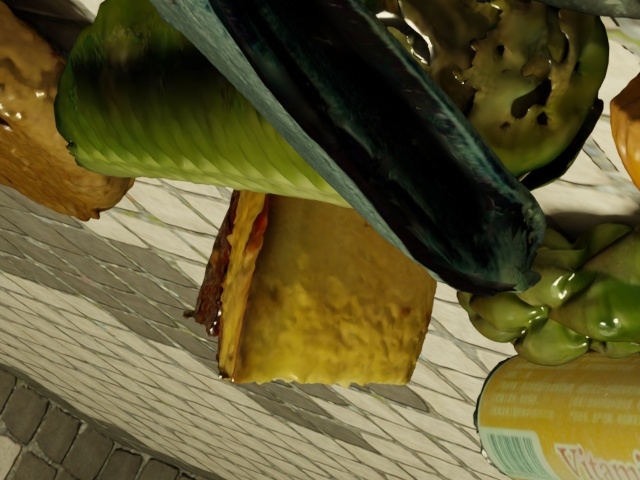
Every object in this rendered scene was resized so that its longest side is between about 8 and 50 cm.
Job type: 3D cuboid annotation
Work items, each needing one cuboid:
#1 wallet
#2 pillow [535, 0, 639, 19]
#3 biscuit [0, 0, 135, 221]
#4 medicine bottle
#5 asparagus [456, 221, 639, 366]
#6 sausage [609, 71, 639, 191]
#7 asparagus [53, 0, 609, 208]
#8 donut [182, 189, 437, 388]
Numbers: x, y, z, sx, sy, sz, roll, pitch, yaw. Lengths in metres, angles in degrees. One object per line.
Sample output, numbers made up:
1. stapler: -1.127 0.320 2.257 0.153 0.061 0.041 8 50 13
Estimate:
1. wallet: -0.078 -0.130 0.619 0.190 0.046 0.379 43 -176 -45
2. pillow: -0.009 -0.167 0.507 0.186 0.106 0.250 40 177 39
3. biscuit: -0.232 -0.117 1.193 0.296 0.075 0.296 31 168 8
4. medicine bottle: 0.217 0.107 1.106 0.108 0.108 0.426 32 167 -17
5. asparagus: 0.141 0.029 1.017 0.080 0.080 0.287 33 166 -20
6. sausage: 0.217 0.003 0.741 0.238 0.098 0.098 33 166 -14
7. asparagus: -0.025 -0.078 0.864 0.382 0.108 0.128 8 119 60
8. donut: 0.000 0.000 1.073 0.112 0.151 0.295 16 -179 -10
